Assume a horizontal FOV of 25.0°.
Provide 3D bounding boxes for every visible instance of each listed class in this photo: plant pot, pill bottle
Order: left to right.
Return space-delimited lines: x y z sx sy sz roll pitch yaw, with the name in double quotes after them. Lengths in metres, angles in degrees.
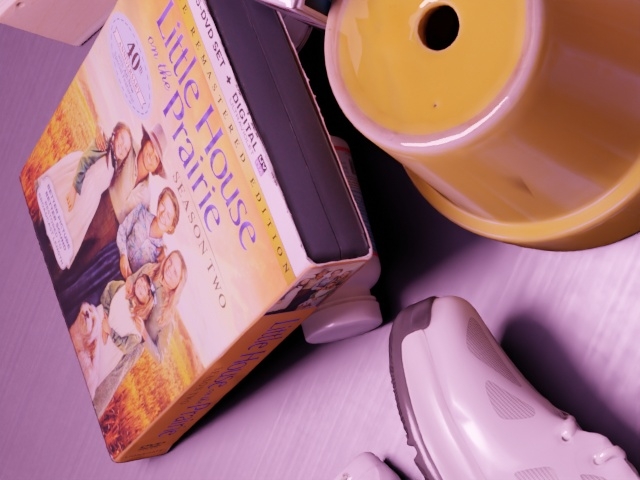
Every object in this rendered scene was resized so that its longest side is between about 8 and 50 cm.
0.000 0.000 1.198 0.087 0.087 0.160 -23 73 29 "pill bottle"
0.134 -0.127 1.036 0.254 0.239 0.253 -4 82 32 "plant pot"

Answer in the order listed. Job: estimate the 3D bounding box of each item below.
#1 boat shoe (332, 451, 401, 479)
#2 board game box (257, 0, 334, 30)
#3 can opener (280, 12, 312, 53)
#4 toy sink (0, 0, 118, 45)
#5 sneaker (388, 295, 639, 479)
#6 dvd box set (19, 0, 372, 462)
-0.009 0.271 1.191 0.226 0.083 0.076 -45 51 8 "boat shoe"
0.035 -0.248 1.073 0.053 0.305 0.192 21 96 15 "board game box"
-0.102 -0.268 1.287 0.076 0.095 0.283 -41 65 22 "can opener"
-0.265 -0.332 1.377 0.153 0.131 0.234 -36 67 24 "toy sink"
0.249 0.188 1.000 0.257 0.169 0.447 -35 75 16 "sneaker"
-0.126 -0.026 1.188 0.420 0.062 0.307 -44 61 52 "dvd box set"
